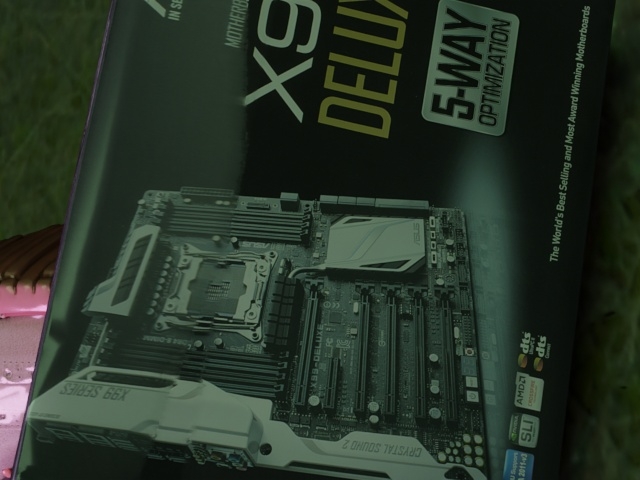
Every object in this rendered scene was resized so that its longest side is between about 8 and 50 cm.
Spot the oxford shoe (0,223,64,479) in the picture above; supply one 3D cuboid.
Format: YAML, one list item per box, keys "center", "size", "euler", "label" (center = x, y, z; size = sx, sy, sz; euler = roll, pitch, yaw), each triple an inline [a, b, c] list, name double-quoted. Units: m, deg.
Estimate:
- center: [-0.175, 0.074, 0.999]
  size: [0.397, 0.140, 0.146]
  euler: [-6, 101, 20]
  label: "oxford shoe"

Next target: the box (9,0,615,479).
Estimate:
- center: [0.000, 0.000, 0.865]
  size: [0.242, 0.076, 0.307]
  euler: [13, 71, -8]
  label: "box"
